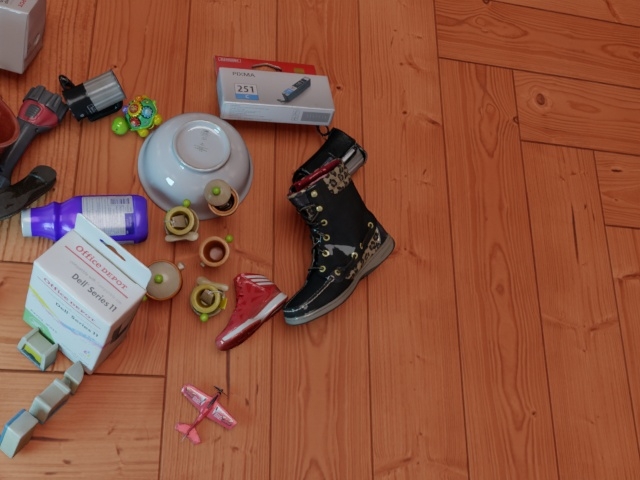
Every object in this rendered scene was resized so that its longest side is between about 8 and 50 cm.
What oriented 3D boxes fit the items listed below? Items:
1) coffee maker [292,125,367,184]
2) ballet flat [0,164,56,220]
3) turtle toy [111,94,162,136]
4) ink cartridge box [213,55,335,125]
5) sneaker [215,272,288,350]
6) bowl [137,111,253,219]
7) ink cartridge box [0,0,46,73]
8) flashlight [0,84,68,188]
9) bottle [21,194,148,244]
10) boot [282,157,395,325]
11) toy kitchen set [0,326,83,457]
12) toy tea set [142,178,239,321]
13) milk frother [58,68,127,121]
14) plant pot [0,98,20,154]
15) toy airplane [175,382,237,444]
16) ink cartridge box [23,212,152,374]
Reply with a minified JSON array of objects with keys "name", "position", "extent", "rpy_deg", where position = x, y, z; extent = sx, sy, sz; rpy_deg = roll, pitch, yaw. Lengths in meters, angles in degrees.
[{"name":"coffee maker","position":[0.007,-0.203,1.988],"extent":[0.171,0.120,0.178],"rpy_deg":[31,61,22]},{"name":"ballet flat","position":[-0.696,-0.099,1.717],"extent":[0.084,0.058,0.250],"rpy_deg":[33,35,0]},{"name":"turtle toy","position":[-0.469,-0.313,1.895],"extent":[0.130,0.066,0.095],"rpy_deg":[-39,69,6]},{"name":"ink cartridge box","position":[-0.128,-0.423,1.999],"extent":[0.296,0.066,0.261],"rpy_deg":[1,51,-17]},{"name":"sneaker","position":[-0.195,0.163,1.807],"extent":[0.128,0.087,0.221],"rpy_deg":[45,52,13]},{"name":"bowl","position":[-0.304,-0.209,1.878],"extent":[0.297,0.134,0.298],"rpy_deg":[5,69,-15]},{"name":"ink cartridge box","position":[-0.803,-0.542,1.810],"extent":[0.232,0.168,0.171],"rpy_deg":[14,39,-11]},{"name":"flashlight","position":[-0.720,-0.225,1.787],"extent":[0.103,0.103,0.304],"rpy_deg":[42,63,-41]},{"name":"bottle","position":[-0.552,-0.047,1.765],"extent":[0.282,0.092,0.118],"rpy_deg":[-3,73,-17]},{"name":"boot","position":[0.000,0.000,1.826],"extent":[0.377,0.138,0.284],"rpy_deg":[-39,111,-28]},{"name":"toy kitchen set","position":[-0.639,0.322,1.609],"extent":[0.166,0.122,0.207],"rpy_deg":[40,44,2]},{"name":"toy tea set","position":[-0.298,0.013,1.753],"extent":[0.200,0.124,0.336],"rpy_deg":[11,82,1]},{"name":"milk frother","position":[-0.570,-0.380,1.861],"extent":[0.134,0.129,0.143],"rpy_deg":[-27,86,-8]},{"name":"plant pot","position":[-0.827,-0.187,1.586],"extent":[0.272,0.265,0.272],"rpy_deg":[33,24,-16]},{"name":"toy airplane","position":[-0.269,0.402,1.713],"extent":[0.151,0.028,0.151],"rpy_deg":[5,68,-13]},{"name":"ink cartridge box","position":[-0.495,0.120,1.567],"extent":[0.207,0.353,0.119],"rpy_deg":[39,51,1]}]
